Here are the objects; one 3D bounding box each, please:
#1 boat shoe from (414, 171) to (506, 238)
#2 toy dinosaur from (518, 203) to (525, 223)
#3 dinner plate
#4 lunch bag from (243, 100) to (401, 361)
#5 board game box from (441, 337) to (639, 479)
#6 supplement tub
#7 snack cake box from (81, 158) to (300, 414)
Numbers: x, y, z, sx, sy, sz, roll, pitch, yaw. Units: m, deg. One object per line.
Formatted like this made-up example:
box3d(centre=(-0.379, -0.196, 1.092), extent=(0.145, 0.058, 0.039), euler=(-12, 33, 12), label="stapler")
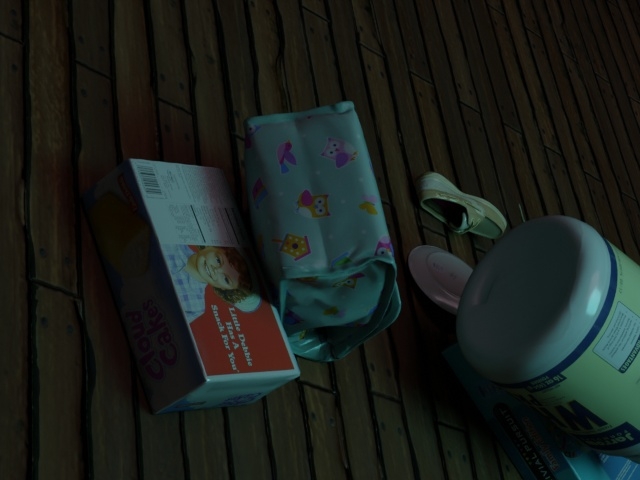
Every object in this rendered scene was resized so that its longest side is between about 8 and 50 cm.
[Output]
box3d(centre=(0.211, -0.039, 1.958), extent=(0.170, 0.063, 0.059), euler=(28, 44, -22), label="boat shoe")
box3d(centre=(0.373, 0.013, 2.138), extent=(0.183, 0.053, 0.092), euler=(30, 25, -45), label="toy dinosaur")
box3d(centre=(0.189, 0.055, 1.849), extent=(0.141, 0.017, 0.141), euler=(24, 33, -17), label="dinner plate")
box3d(centre=(0.000, 0.000, 1.518), extent=(0.262, 0.160, 0.223), euler=(88, -10, -62), label="lunch bag")
box3d(centre=(0.341, 0.241, 1.859), extent=(0.336, 0.079, 0.254), euler=(57, 34, 2), label="board game box")
box3d(centre=(0.363, 0.139, 1.689), extent=(0.325, 0.235, 0.235), euler=(35, 39, -28), label="supplement tub")
box3d(centre=(-0.142, 0.048, 1.404), extent=(0.152, 0.089, 0.264), euler=(4, 59, -52), label="snack cake box")
